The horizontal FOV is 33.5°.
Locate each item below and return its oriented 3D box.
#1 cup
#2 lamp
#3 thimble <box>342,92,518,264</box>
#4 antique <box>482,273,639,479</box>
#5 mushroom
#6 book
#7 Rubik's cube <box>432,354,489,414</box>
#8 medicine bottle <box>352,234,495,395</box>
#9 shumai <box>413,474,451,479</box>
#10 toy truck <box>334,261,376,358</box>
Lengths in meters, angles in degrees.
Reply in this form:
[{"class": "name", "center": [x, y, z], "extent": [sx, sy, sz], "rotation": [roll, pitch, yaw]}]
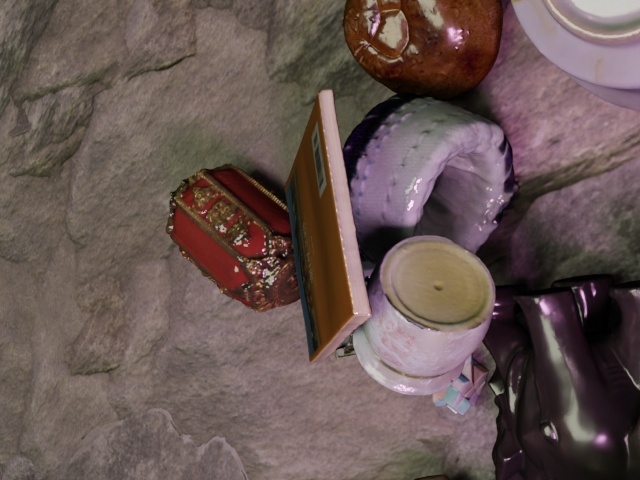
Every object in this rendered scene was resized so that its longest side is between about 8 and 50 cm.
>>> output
[{"class": "cup", "center": [0.330, -0.293, 1.090], "extent": [0.347, 0.163, 0.347], "rotation": [11, 110, 34]}, {"class": "lamp", "center": [-0.121, -0.005, 1.666], "extent": [0.274, 0.177, 0.177], "rotation": [37, 123, 36]}, {"class": "thimble", "center": [0.126, -0.061, 1.346], "extent": [0.150, 0.237, 0.237], "rotation": [31, 120, 38]}, {"class": "antique", "center": [0.288, 0.173, 1.241], "extent": [0.322, 0.185, 0.255], "rotation": [-176, 76, -72]}, {"class": "mushroom", "center": [0.122, -0.272, 1.371], "extent": [0.231, 0.138, 0.194], "rotation": [-6, 94, 47]}, {"class": "book", "center": [0.000, 0.000, 1.333], "extent": [0.374, 0.028, 0.263], "rotation": [118, 143, -74]}, {"class": "Rubik's cube", "center": [0.180, 0.190, 1.452], "extent": [0.075, 0.073, 0.084], "rotation": [21, 115, 42]}, {"class": "medicine bottle", "center": [0.119, 0.089, 1.236], "extent": [0.147, 0.147, 0.143], "rotation": [52, 150, 26]}, {"class": "shumai", "center": [0.233, 0.416, 1.423], "extent": [0.271, 0.204, 0.222], "rotation": [17, 117, 6]}, {"class": "toy truck", "center": [0.036, 0.030, 1.541], "extent": [0.135, 0.128, 0.260], "rotation": [18, 111, 58]}]
